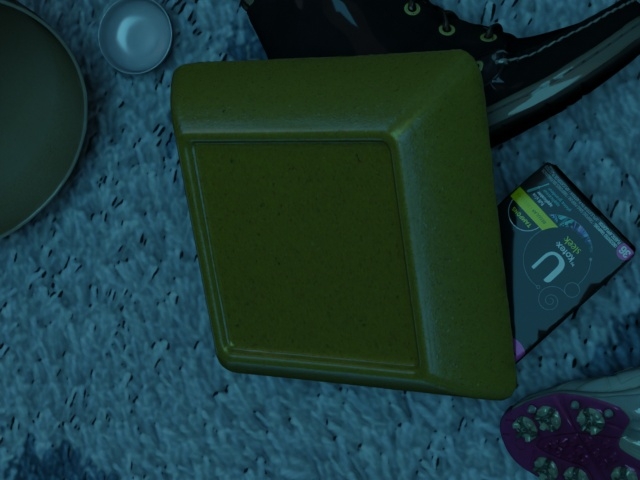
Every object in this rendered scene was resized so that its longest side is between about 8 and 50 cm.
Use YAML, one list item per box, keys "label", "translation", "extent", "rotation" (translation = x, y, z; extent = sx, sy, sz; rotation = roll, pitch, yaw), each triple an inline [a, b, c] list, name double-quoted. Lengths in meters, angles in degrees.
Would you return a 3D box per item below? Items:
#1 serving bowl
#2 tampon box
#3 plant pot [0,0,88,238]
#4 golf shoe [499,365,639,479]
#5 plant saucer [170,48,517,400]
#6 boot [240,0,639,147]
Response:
- label: "serving bowl"
  translation: [-0.191, -0.216, 1.376]
  extent: [0.083, 0.027, 0.083]
  rotation: [0, 91, 15]
- label: "tampon box"
  translation: [0.202, 0.022, 1.243]
  extent: [0.161, 0.101, 0.120]
  rotation: [-45, 81, 11]
- label: "plant pot"
  translation: [-0.406, -0.153, 1.333]
  extent: [0.284, 0.284, 0.191]
  rotation: [-54, 45, 9]
- label: "golf shoe"
  translation: [0.319, 0.162, 1.221]
  extent: [0.306, 0.140, 0.115]
  rotation: [-10, 107, 35]
- label: "plant saucer"
  translation: [0.000, 0.000, 1.213]
  extent: [0.332, 0.081, 0.333]
  rotation: [2, 111, 32]
- label: "boot"
  translation: [0.099, -0.218, 1.250]
  extent: [0.377, 0.138, 0.284]
  rotation: [-26, 85, 22]
